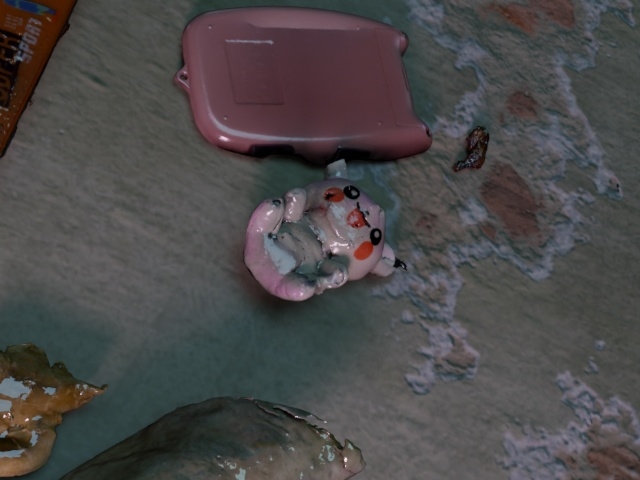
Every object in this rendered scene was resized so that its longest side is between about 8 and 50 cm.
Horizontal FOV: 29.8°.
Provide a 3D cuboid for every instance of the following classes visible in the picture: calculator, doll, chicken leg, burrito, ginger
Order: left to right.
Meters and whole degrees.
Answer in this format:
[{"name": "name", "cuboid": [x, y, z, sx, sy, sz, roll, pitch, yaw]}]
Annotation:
[{"name": "ginger", "cuboid": [-0.324, 0.143, 1.140, 0.214, 0.059, 0.133, 28, 64, -9]}, {"name": "burrito", "cuboid": [-0.145, 0.237, 1.125, 0.348, 0.107, 0.175, -24, 41, -31]}, {"name": "calculator", "cuboid": [-0.018, -0.193, 1.466, 0.330, 0.048, 0.220, -2, 67, -24]}, {"name": "doll", "cuboid": [0.000, 0.000, 1.347, 0.192, 0.095, 0.149, -25, 84, -35]}, {"name": "chicken leg", "cuboid": [0.199, -0.113, 1.545, 0.036, 0.021, 0.083, 38, 59, -16]}]

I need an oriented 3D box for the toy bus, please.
[{"name": "toy bus", "cuboid": [-0.334, -0.200, 1.288, 0.093, 0.092, 0.409, 25, 58, -15]}]
